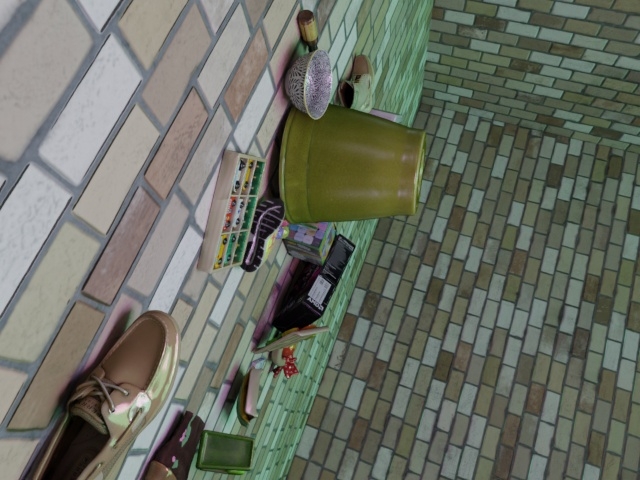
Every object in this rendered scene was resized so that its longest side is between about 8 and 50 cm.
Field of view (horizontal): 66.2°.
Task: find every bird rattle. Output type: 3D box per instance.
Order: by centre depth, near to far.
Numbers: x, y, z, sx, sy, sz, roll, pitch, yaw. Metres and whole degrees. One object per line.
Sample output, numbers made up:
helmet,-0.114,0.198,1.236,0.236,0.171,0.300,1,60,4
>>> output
bird rattle,-0.135,0.415,1.909,0.254,0.143,0.207,-58,154,-5

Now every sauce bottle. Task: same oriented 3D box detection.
sauce bottle,-0.027,-0.516,1.225,0.128,0.042,0.042,71,38,-73

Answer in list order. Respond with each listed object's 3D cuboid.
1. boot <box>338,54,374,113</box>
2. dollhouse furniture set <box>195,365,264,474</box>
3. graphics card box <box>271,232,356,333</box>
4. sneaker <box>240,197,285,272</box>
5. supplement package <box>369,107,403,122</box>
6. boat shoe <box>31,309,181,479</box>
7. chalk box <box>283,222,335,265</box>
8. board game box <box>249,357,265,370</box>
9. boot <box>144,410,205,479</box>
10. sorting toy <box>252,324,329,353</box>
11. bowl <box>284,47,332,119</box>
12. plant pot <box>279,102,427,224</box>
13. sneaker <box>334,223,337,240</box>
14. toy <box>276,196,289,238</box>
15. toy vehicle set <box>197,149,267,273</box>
boot,0.123,-0.553,1.716,0.165,0.077,0.213,-15,106,-60
dollhouse furniture set,-0.280,0.537,1.487,0.197,0.151,0.302,125,-26,-57
graphics card box,-0.020,0.162,1.803,0.233,0.094,0.371,-40,-164,46
sneaker,-0.152,-0.015,1.294,0.209,0.081,0.094,-64,172,-5
supplement package,0.186,-0.383,1.926,0.198,0.199,0.263,-38,142,-68
boat shoe,-0.334,0.268,0.779,0.110,0.121,0.341,72,38,-70
chalk box,-0.036,-0.026,1.605,0.213,0.132,0.132,82,28,-67
board game box,-0.227,0.458,1.699,0.090,0.020,0.090,17,90,-78
boot,-0.335,0.554,1.211,0.248,0.090,0.207,84,28,-51
sorting toy,-0.099,0.327,1.650,0.193,0.208,0.038,6,61,-57
bowl,-0.038,-0.394,1.227,0.170,0.080,0.170,13,90,-69
plant pot,0.109,-0.206,1.381,0.366,0.352,0.367,8,90,-76
sneaker,0.000,0.000,1.824,0.079,0.121,0.217,-59,161,-44
toy,-0.113,-0.053,1.432,0.137,0.056,0.237,91,20,-48
toy vehicle set,-0.196,-0.065,1.112,0.166,0.035,0.267,-21,127,-74
